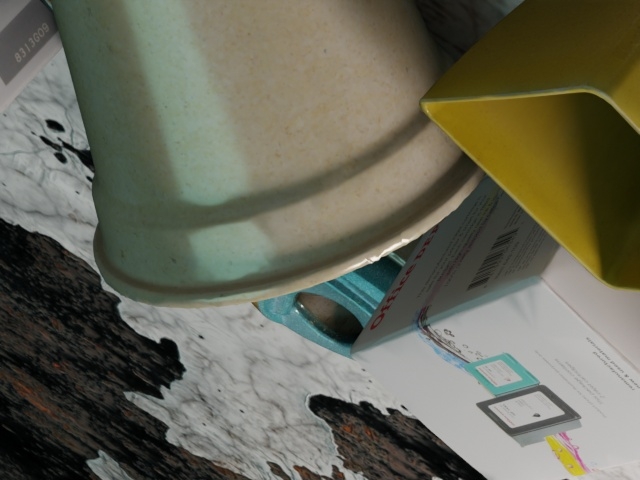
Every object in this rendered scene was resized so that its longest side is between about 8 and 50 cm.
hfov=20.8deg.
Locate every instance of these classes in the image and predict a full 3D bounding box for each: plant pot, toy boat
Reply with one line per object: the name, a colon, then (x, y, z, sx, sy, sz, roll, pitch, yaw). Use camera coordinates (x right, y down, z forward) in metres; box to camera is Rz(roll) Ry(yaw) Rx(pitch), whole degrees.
plant pot: (-0.068, -0.168, 1.303, 0.334, 0.334, 0.305, 4, 126, 40)
plant pot: (0.236, -0.098, 1.160, 0.212, 0.187, 0.212, 42, 164, -22)
toy boat: (0.000, 0.000, 1.582, 0.267, 0.148, 0.318, 27, 148, 12)

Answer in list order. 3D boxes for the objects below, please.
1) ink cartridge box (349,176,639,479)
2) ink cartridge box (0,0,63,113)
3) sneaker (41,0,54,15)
ink cartridge box: (0.201, 0.055, 1.423, 0.197, 0.198, 0.270, 42, 148, -13)
ink cartridge box: (-0.452, -0.139, 1.665, 0.385, 0.308, 0.091, 5, 137, 41)
sneaker: (-0.183, -0.229, 1.475, 0.321, 0.126, 0.127, 46, -170, -33)
